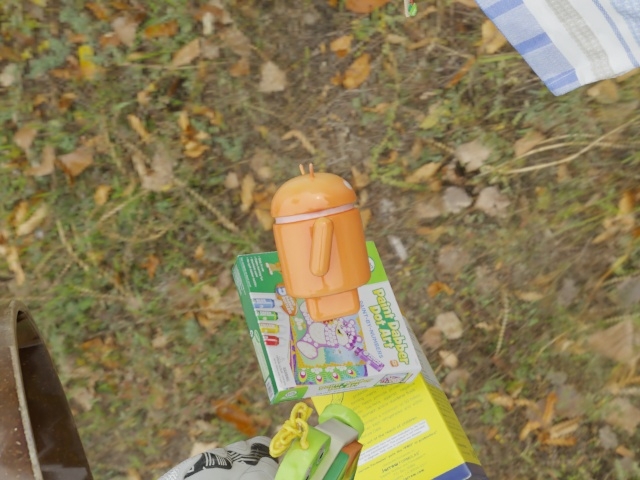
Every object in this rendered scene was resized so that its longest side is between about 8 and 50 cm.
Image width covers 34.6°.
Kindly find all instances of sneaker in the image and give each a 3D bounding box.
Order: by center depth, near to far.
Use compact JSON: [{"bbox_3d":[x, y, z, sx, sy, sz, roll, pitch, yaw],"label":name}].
[{"bbox_3d":[-0.169,0.501,1.930,0.137,0.366,0.210,-38,72,27],"label":"sneaker"}]

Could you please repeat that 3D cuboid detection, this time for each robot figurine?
[{"bbox_3d":[0.001,0.000,1.442,0.128,0.158,0.219,-8,96,34],"label":"robot figurine"}]

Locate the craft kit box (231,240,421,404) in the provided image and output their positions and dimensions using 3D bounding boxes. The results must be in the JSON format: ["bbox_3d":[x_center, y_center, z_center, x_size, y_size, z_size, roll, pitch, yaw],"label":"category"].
[{"bbox_3d":[0.007,0.126,1.651,0.061,0.247,0.250,-61,42,50],"label":"craft kit box"}]

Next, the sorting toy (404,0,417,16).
[{"bbox_3d":[0.134,-0.362,1.531,0.012,0.062,0.083,-4,68,-1],"label":"sorting toy"}]

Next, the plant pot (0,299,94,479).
[{"bbox_3d":[-0.200,0.159,0.400,0.230,0.215,0.215,-17,93,-11],"label":"plant pot"}]

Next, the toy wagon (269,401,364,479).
[{"bbox_3d":[-0.030,0.311,1.166,0.068,0.267,0.344,26,140,13],"label":"toy wagon"}]

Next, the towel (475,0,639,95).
[{"bbox_3d":[0.274,-0.246,1.021,0.209,0.034,0.285,45,155,-20],"label":"towel"}]

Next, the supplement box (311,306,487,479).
[{"bbox_3d":[0.116,0.298,1.805,0.195,0.194,0.356,-29,69,8],"label":"supplement box"}]
